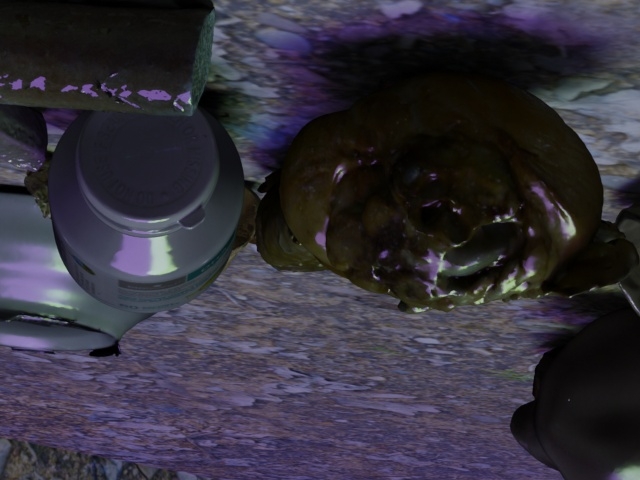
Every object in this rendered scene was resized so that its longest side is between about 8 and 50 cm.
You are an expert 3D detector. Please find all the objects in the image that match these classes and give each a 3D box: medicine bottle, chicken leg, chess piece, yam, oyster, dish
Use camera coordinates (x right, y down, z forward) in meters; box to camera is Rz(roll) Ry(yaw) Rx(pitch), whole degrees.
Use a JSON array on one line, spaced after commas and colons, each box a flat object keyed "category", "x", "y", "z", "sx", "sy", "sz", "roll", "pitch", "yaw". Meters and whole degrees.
[{"category": "medicine bottle", "x": -0.120, "y": -0.031, "z": 1.379, "sx": 0.135, "sy": 0.135, "sz": 0.215, "roll": 6, "pitch": 167, "yaw": -4}, {"category": "chicken leg", "x": 0.048, "y": -0.024, "z": 1.351, "sx": 0.201, "sy": 0.153, "sz": 0.429, "roll": 2, "pitch": 176, "yaw": -19}, {"category": "chess piece", "x": -0.086, "y": -0.004, "z": 1.653, "sx": 0.060, "sy": 0.060, "sz": 0.172, "roll": 7, "pitch": 168, "yaw": -8}, {"category": "yam", "x": -0.148, "y": -0.110, "z": 1.205, "sx": 0.169, "sy": 0.068, "sz": 0.068, "roll": 3, "pitch": 166, "yaw": 9}, {"category": "oyster", "x": -0.195, "y": -0.032, "z": 1.565, "sx": 0.038, "sy": 0.081, "sz": 0.083, "roll": -21, "pitch": -166, "yaw": 13}, {"category": "dish", "x": -0.262, "y": 0.041, "z": 1.805, "sx": 0.316, "sy": 0.106, "sz": 0.316, "roll": 6, "pitch": 166, "yaw": 1}]

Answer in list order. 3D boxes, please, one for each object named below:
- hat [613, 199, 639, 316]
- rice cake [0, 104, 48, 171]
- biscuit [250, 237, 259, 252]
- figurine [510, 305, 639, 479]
[{"category": "hat", "x": 0.308, "y": 0.001, "z": 1.526, "sx": 0.175, "sy": 0.085, "sz": 0.147, "roll": -15, "pitch": 159, "yaw": -14}, {"category": "rice cake", "x": -0.252, "y": -0.095, "z": 1.362, "sx": 0.036, "sy": 0.047, "sz": 0.206, "roll": -9, "pitch": 162, "yaw": 28}, {"category": "biscuit", "x": 0.000, "y": 0.000, "z": 1.713, "sx": 0.130, "sy": 0.019, "sz": 0.119, "roll": -5, "pitch": 163, "yaw": 39}, {"category": "figurine", "x": 0.290, "y": 0.180, "z": 1.957, "sx": 0.218, "sy": 0.206, "sz": 0.365, "roll": 21, "pitch": 167, "yaw": -5}]
